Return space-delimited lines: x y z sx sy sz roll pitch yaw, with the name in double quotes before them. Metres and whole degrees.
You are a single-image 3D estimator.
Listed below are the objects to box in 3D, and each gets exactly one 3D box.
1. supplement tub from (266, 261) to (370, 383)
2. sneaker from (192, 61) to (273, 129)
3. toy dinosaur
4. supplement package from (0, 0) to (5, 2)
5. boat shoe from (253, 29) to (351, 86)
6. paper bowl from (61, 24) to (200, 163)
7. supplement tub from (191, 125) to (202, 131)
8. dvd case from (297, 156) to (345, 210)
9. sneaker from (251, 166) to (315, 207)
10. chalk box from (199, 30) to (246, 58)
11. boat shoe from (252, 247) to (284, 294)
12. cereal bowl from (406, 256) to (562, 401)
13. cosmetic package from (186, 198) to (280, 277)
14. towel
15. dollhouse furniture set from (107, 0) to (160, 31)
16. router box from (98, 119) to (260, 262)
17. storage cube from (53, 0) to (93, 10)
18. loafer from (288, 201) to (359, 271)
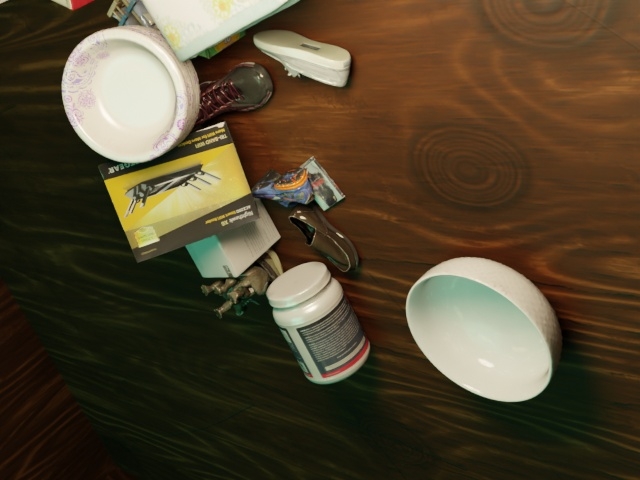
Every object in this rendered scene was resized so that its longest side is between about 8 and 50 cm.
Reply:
"supplement tub" -0.005 0.212 2.064 0.191 0.191 0.272 -2 122 46
"sneaker" -0.237 -0.308 1.832 0.281 0.162 0.106 -10 116 49
"toy dinosaur" -0.201 0.114 2.089 0.121 0.160 0.313 53 146 4
"supplement package" -0.806 -0.673 1.986 0.134 0.244 0.139 18 136 34
"boat shoe" -0.041 -0.368 1.652 0.227 0.079 0.081 23 133 24
"paper bowl" -0.396 -0.319 1.740 0.284 0.148 0.284 5 110 13
"supplement tub" -0.393 -0.230 2.006 0.228 0.228 0.316 -15 112 50
"dvd case" -0.004 -0.132 1.891 0.119 0.013 0.087 52 143 -5
"sneaker" -0.094 -0.115 1.932 0.221 0.083 0.087 5 136 56
"chalk box" -0.253 -0.514 1.682 0.132 0.132 0.213 24 139 28
"boat shoe" -0.129 0.122 2.201 0.080 0.073 0.223 2 125 44
"cereal bowl" 0.358 0.168 1.705 0.339 0.141 0.339 26 140 25
"cosmetic package" -0.236 -0.016 2.087 0.151 0.184 0.151 -3 121 46
"towel" -0.219 -0.528 1.476 0.374 0.090 0.320 -15 111 43
"dollhouse furniture set" -0.452 -0.494 1.852 0.129 0.184 0.129 50 144 -4
"router box" -0.325 -0.116 1.879 0.081 0.309 0.243 -128 18 -76
"storage cube" -0.555 -0.656 1.798 0.215 0.193 0.183 30 140 23
"loafer" 0.000 0.000 1.955 0.220 0.078 0.080 46 144 1
